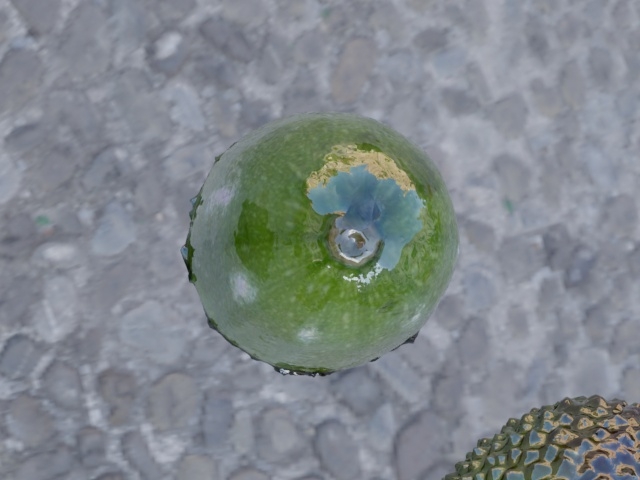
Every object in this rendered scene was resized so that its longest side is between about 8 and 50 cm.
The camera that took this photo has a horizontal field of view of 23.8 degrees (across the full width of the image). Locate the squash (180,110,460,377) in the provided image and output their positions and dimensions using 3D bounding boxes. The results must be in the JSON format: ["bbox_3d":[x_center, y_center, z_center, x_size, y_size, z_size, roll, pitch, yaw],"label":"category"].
[{"bbox_3d":[0.016,-0.028,1.589,0.310,0.309,0.310,2,76,-8],"label":"squash"}]

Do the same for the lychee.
[{"bbox_3d":[0.129,0.159,0.794,0.171,0.171,0.171,9,74,-33],"label":"lychee"}]
